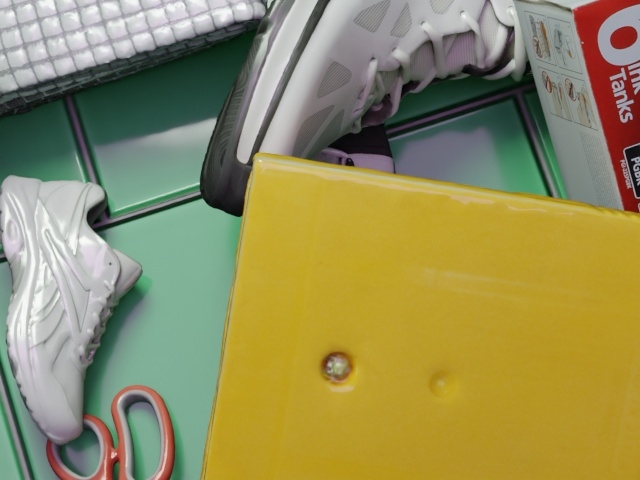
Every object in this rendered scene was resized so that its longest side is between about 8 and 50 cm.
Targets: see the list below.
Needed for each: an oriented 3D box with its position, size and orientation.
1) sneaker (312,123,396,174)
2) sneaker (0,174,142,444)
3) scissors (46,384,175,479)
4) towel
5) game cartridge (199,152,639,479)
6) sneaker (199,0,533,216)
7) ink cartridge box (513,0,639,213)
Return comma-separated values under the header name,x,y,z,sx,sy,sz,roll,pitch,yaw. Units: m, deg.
name,x,y,z,sx,sy,sz,roll,pitch,yaw
sneaker,0.000,0.000,1.309,0.122,0.146,0.330,0,77,3
sneaker,-0.203,0.051,1.330,0.115,0.090,0.232,-7,77,-5
scissors,-0.155,0.247,1.267,0.109,0.021,0.297,-15,53,2
towel,-0.195,-0.249,1.358,0.283,0.121,0.235,-17,85,5
game cartridge,0.087,0.100,1.172,0.323,0.053,0.285,9,98,-5
sneaker,0.099,-0.164,1.283,0.257,0.169,0.447,31,65,-3
ink cartridge box,0.330,-0.086,1.255,0.272,0.130,0.309,-21,107,-9
